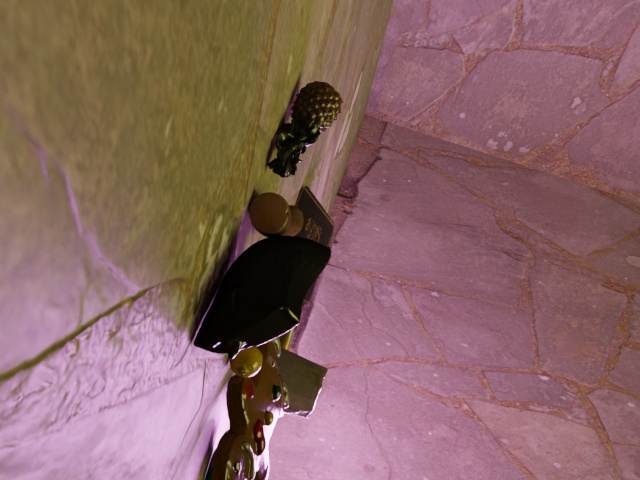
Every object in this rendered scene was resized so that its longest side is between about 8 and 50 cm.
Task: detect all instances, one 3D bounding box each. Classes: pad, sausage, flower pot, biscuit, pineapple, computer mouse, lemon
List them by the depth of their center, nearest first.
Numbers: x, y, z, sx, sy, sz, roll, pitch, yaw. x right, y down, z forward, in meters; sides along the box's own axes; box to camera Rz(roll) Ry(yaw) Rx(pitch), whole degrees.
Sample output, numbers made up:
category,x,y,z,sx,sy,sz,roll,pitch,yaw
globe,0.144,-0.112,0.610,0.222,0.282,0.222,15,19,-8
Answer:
category,x,y,z,sx,sy,sz,roll,pitch,yaw
computer mouse,-0.080,0.055,0.855,0.147,0.088,0.264,-23,-158,23
pineapple,-0.025,-0.159,0.947,0.159,0.074,0.074,-61,173,-29
sausage,-0.065,-0.034,1.025,0.301,0.066,0.065,17,92,-86
lemon,-0.140,0.228,1.236,0.083,0.062,0.062,-65,173,-72
biscuit,-0.136,0.396,1.412,0.432,0.064,0.282,-68,152,-64
pad,0.000,-0.001,1.664,0.375,0.063,0.314,48,58,-71
flower pot,-0.101,0.379,1.735,0.212,0.203,0.212,22,90,-86

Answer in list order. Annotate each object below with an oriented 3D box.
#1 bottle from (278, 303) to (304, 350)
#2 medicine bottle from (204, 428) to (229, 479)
category,x,y,z,sx,sy,sz,roll,pitch,yaw
bottle,-0.086,0.174,1.835,0.082,0.082,0.285,-61,170,-77
medicine bottle,-0.223,0.560,1.512,0.095,0.095,0.259,-65,172,-71
